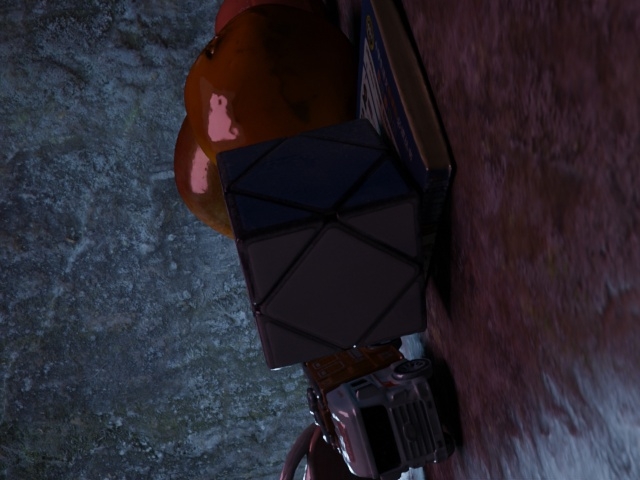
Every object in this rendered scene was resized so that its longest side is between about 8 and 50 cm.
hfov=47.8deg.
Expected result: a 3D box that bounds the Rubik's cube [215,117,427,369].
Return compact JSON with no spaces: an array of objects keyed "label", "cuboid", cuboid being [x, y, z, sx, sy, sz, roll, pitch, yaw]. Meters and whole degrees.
[{"label":"Rubik's cube","cuboid":[0.000,0.000,0.879,0.205,0.205,0.207,-113,13,-54]}]

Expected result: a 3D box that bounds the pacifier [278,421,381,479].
[{"label":"pacifier","cuboid":[0.071,0.432,1.270,0.220,0.273,0.332,-10,-70,-77]}]

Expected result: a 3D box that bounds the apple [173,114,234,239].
[{"label":"apple","cuboid":[-0.135,-0.171,1.622,0.346,0.391,0.391,-94,-4,-74]}]

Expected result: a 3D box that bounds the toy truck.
[{"label":"toy truck","cuboid":[0.066,0.226,1.040,0.305,0.162,0.136,-148,41,-78]}]

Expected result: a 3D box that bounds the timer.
[{"label":"timer","cuboid":[-0.092,-0.412,1.447,0.229,0.215,0.229,46,-150,-38]}]

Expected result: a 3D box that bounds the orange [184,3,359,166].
[{"label":"orange","cuboid":[-0.069,-0.232,1.198,0.312,0.312,0.312,171,90,-86]}]

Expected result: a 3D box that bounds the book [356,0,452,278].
[{"label":"book","cuboid":[0.096,-0.093,0.986,0.428,0.039,0.300,89,170,-61]}]
